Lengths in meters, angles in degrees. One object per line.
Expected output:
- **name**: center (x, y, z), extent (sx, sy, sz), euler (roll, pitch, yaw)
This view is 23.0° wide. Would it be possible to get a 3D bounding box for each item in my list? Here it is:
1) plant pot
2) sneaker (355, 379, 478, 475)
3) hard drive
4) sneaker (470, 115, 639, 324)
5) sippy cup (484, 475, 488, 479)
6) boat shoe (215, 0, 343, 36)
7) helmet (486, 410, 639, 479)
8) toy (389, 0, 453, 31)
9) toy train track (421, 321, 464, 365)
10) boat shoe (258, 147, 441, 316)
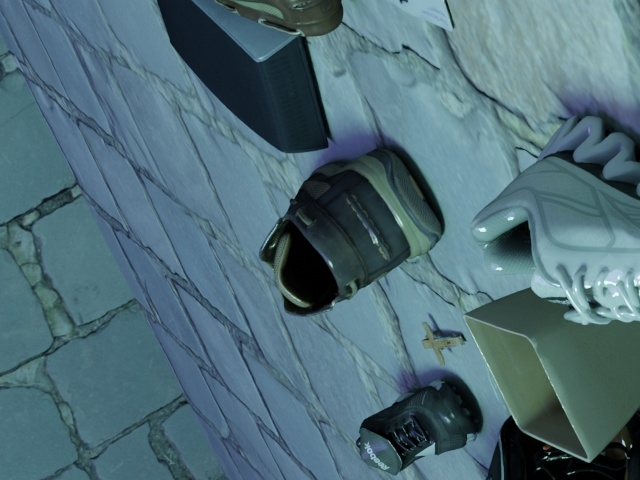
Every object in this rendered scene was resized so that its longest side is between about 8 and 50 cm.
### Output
- **plant pot**: center (0.188, 0.083, 1.166), extent (0.109, 0.096, 0.109), euler (63, 164, -16)
- **sneaker**: center (0.096, 0.209, 1.691), extent (0.078, 0.106, 0.234), euler (57, 165, 1)
- **hard drive**: center (-0.091, -0.200, 1.565), extent (0.254, 0.054, 0.172), euler (45, 161, 39)
- **sneaker**: center (0.203, 0.017, 0.954), extent (0.292, 0.118, 0.110), euler (30, 147, 57)
- **sippy cup**: center (0.174, 0.340, 1.482), extent (0.240, 0.224, 0.305), euler (52, 164, 19)
- **boat shoe**: center (-0.067, -0.229, 1.363), extent (0.257, 0.095, 0.095), euler (36, 160, 53)
- **helmet**: center (0.205, 0.222, 1.250), extent (0.169, 0.169, 0.161), euler (30, 129, 61)
- **toy**: center (0.007, -0.256, 1.140), extent (0.137, 0.056, 0.237), euler (39, 157, 53)
- **toy train track**: center (0.125, 0.100, 1.566), extent (0.048, 0.014, 0.083), euler (66, 159, -4)
- **boat shoe**: center (0.000, 0.000, 1.529), extent (0.132, 0.130, 0.355), euler (57, 165, 3)
